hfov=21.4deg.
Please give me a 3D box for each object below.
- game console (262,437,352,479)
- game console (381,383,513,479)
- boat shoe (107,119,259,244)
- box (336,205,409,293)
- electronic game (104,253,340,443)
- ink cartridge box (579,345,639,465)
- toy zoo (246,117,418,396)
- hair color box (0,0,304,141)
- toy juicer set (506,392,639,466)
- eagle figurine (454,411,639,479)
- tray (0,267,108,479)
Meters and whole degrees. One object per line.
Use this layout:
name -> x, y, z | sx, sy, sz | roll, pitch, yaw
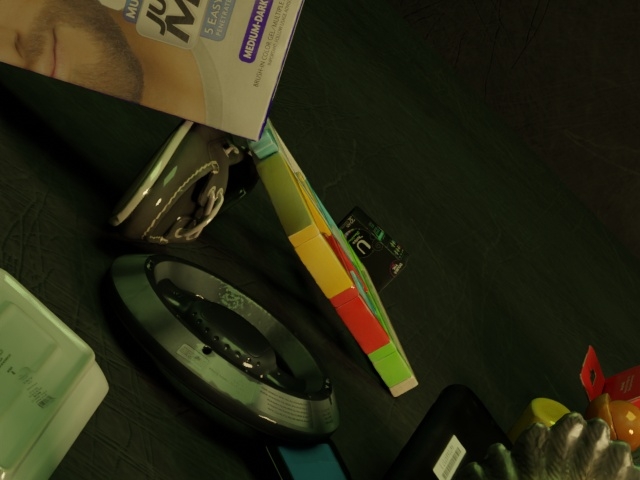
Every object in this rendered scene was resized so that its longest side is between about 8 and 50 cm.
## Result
game console -> 0.025, 0.193, 1.334 | 0.122, 0.107, 0.071 | 9, 83, -63
game console -> 0.164, 0.301, 1.350 | 0.342, 0.060, 0.386 | 53, 16, 1
boat shoe -> -0.110, -0.054, 1.556 | 0.095, 0.112, 0.335 | 38, 13, -5
box -> 0.046, 0.015, 1.851 | 0.083, 0.062, 0.052 | 44, 15, -3
electronic game -> -0.079, 0.087, 1.392 | 0.229, 0.048, 0.229 | 35, 13, -9
ink cartridge box -> 0.385, 0.230, 1.974 | 0.231, 0.078, 0.134 | 65, 18, -7
toy zoo -> 0.000, 0.000, 1.657 | 0.293, 0.030, 0.192 | 56, 6, -40
hair color box -> -0.184, -0.229, 1.463 | 0.339, 0.185, 0.110 | 17, 21, -3
toy juicer set -> 0.361, 0.284, 1.790 | 0.209, 0.089, 0.329 | -6, 38, -44
eagle figurine -> 0.158, 0.283, 1.011 | 0.226, 0.298, 0.225 | 9, 29, -7
tray -> -0.214, 0.087, 1.098 | 0.145, 0.030, 0.270 | 44, 16, -6
